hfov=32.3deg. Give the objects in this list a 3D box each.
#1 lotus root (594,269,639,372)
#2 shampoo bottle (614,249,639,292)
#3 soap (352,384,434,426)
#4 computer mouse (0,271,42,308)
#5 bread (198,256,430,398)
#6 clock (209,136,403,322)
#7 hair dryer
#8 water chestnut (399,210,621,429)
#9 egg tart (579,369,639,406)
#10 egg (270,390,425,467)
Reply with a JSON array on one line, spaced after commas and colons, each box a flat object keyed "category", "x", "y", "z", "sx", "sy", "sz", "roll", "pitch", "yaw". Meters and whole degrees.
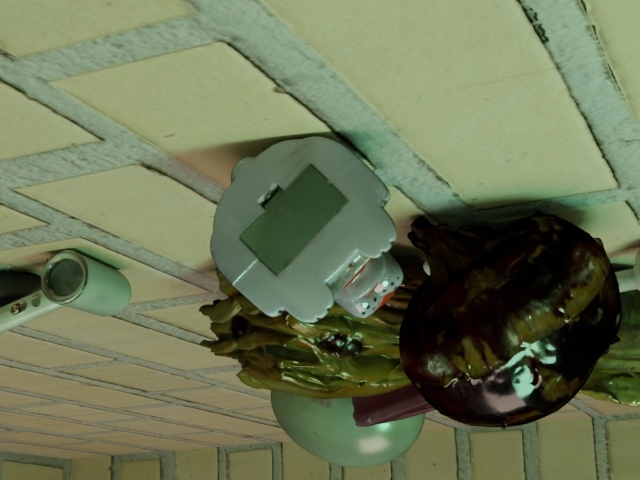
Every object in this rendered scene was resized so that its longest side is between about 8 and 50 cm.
[{"category": "lotus root", "x": 0.434, "y": 0.120, "z": 1.657, "sx": 0.309, "sy": 0.173, "sz": 0.173, "roll": 7, "pitch": 161, "yaw": -34}, {"category": "shampoo bottle", "x": 0.528, "y": 0.027, "z": 1.453, "sx": 0.303, "sy": 0.092, "sz": 0.092, "roll": -17, "pitch": 158, "yaw": 38}, {"category": "soap", "x": 0.226, "y": 0.195, "z": 1.826, "sx": 0.233, "sy": 0.128, "sz": 0.359, "roll": -5, "pitch": 163, "yaw": -38}, {"category": "computer mouse", "x": -0.504, "y": 0.077, "z": 1.571, "sx": 0.232, "sy": 0.057, "sz": 0.120, "roll": 4, "pitch": 162, "yaw": -20}, {"category": "bread", "x": -0.019, "y": 0.137, "z": 1.598, "sx": 0.314, "sy": 0.191, "sz": 0.370, "roll": 8, "pitch": 162, "yaw": -32}, {"category": "clock", "x": 0.001, "y": 0.002, "z": 1.208, "sx": 0.189, "sy": 0.189, "sz": 0.254, "roll": -5, "pitch": 169, "yaw": 11}, {"category": "hair dryer", "x": -0.390, "y": 0.097, "z": 1.530, "sx": 0.236, "sy": 0.073, "sz": 0.131, "roll": -26, "pitch": 159, "yaw": 12}, {"category": "water chestnut", "x": 0.220, "y": 0.075, "z": 1.374, "sx": 0.300, "sy": 0.300, "sz": 0.300, "roll": -2, "pitch": 164, "yaw": -1}, {"category": "egg tart", "x": 0.513, "y": 0.182, "z": 1.855, "sx": 0.297, "sy": 0.132, "sz": 0.297, "roll": 6, "pitch": -159, "yaw": -2}, {"category": "egg", "x": 0.043, "y": 0.311, "z": 2.110, "sx": 0.230, "sy": 0.230, "sz": 0.371, "roll": 12, "pitch": 174, "yaw": -38}]
